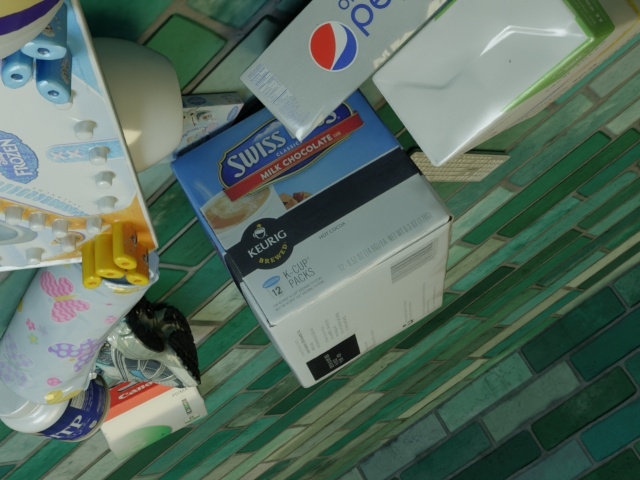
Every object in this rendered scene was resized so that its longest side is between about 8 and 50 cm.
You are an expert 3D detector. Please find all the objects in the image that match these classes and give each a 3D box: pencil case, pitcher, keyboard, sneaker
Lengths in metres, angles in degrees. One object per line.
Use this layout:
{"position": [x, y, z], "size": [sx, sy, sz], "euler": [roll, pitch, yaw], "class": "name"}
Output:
{"position": [-0.292, 0.085, 1.125], "size": [0.273, 0.124, 0.113], "euler": [-52, -176, 38], "class": "pencil case"}
{"position": [-0.236, -0.097, 0.843], "size": [0.207, 0.125, 0.177], "euler": [-10, 155, -21], "class": "pitcher"}
{"position": [0.199, -0.113, 1.464], "size": [0.256, 0.014, 0.072], "euler": [-3, 145, -47], "class": "keyboard"}
{"position": [-0.265, 0.152, 1.360], "size": [0.122, 0.110, 0.283], "euler": [-20, 153, 9], "class": "sneaker"}

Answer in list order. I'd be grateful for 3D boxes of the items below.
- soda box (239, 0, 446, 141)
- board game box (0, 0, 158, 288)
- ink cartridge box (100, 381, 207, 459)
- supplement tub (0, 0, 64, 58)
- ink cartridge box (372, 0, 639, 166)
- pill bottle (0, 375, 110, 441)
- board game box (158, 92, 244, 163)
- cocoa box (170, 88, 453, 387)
{"position": [0.055, -0.230, 0.913], "size": [0.286, 0.091, 0.098], "euler": [-42, -172, 24], "class": "soda box"}
{"position": [-0.346, -0.038, 0.738], "size": [0.390, 0.050, 0.390], "euler": [-7, 155, -4], "class": "board game box"}
{"position": [-0.294, 0.291, 1.639], "size": [0.181, 0.056, 0.224], "euler": [-26, 158, -13], "class": "ink cartridge box"}
{"position": [-0.184, -0.261, 0.408], "size": [0.241, 0.241, 0.331], "euler": [-9, 149, -41], "class": "supplement tub"}
{"position": [0.232, -0.216, 1.017], "size": [0.207, 0.119, 0.353], "euler": [-40, 174, 36], "class": "ink cartridge box"}
{"position": [-0.377, 0.210, 1.295], "size": [0.112, 0.112, 0.186], "euler": [-33, 157, 4], "class": "pill bottle"}
{"position": [-0.139, -0.121, 1.028], "size": [0.090, 0.020, 0.090], "euler": [-11, 150, -41], "class": "board game box"}
{"position": [0.000, 0.000, 1.156], "size": [0.231, 0.228, 0.347], "euler": [-31, 161, -5], "class": "cocoa box"}
